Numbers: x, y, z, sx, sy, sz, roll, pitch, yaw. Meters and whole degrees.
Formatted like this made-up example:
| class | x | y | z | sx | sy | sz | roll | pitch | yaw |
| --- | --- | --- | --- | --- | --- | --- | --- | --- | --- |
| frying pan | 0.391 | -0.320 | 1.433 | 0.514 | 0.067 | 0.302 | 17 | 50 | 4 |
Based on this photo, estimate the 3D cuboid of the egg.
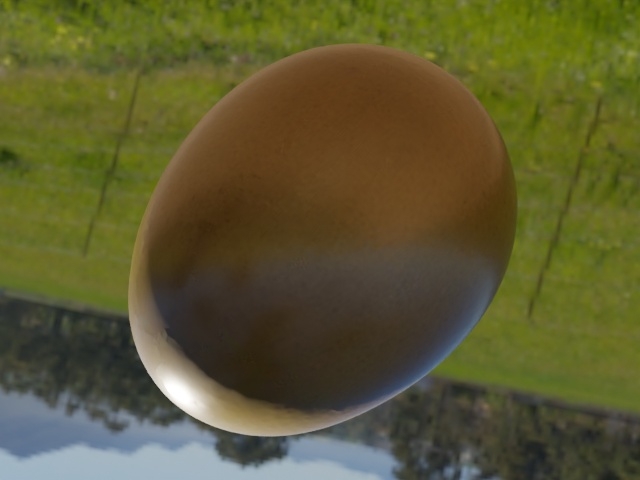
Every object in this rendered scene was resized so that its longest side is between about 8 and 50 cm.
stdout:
| class | x | y | z | sx | sy | sz | roll | pitch | yaw |
| --- | --- | --- | --- | --- | --- | --- | --- | --- | --- |
| egg | 0.000 | 0.000 | 1.020 | 0.250 | 0.322 | 0.250 | 37 | 155 | 21 |
